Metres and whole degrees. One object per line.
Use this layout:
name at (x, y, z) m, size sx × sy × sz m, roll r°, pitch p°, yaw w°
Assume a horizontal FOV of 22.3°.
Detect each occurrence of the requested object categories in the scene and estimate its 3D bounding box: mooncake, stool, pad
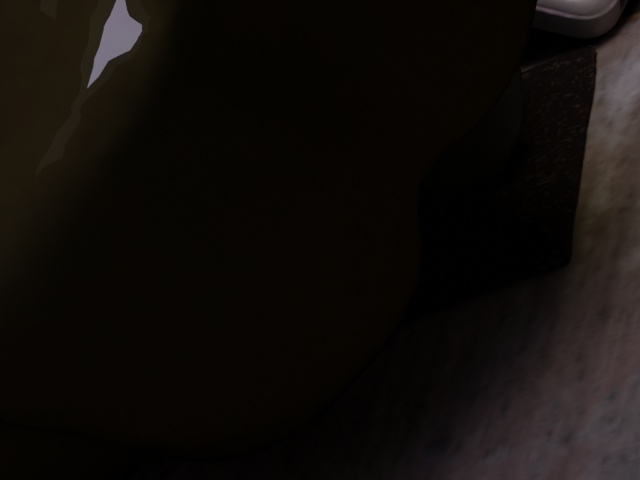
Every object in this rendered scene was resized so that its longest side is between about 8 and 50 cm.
mooncake at (-0.118, -0.100, 0.789) m, size 0.467 × 0.262 × 0.467 m, roll -22°, pitch 55°, yaw 36°
stool at (0.050, -0.074, 0.878) m, size 0.096 × 0.096 × 0.110 m, roll -42°, pitch 21°, yaw -17°
pad at (0.000, 0.000, 0.919) m, size 0.330 × 0.004 × 0.220 m, roll -20°, pitch 28°, yaw 26°

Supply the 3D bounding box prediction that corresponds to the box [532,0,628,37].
box at (0.067, -0.211, 1.010) m, size 0.285 × 0.044 × 0.142 m, roll 18°, pitch 60°, yaw 22°
